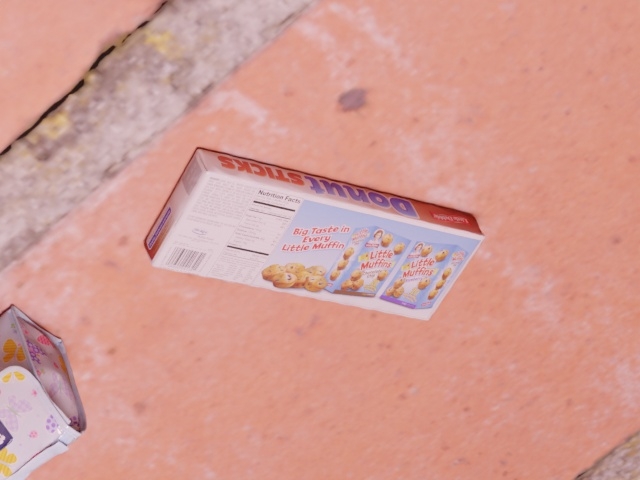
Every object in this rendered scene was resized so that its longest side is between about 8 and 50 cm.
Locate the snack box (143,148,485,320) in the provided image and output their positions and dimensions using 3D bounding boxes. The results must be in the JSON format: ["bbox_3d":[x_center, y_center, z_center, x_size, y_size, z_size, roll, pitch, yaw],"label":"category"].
[{"bbox_3d":[0.000,0.000,0.907,0.178,0.022,0.064,12,123,-33],"label":"snack box"}]

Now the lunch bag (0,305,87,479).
[{"bbox_3d":[-0.159,0.086,0.868,0.071,0.083,0.053,-37,135,11],"label":"lunch bag"}]
